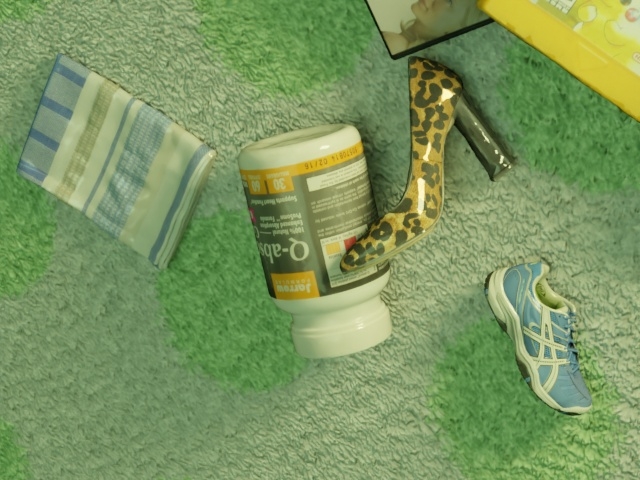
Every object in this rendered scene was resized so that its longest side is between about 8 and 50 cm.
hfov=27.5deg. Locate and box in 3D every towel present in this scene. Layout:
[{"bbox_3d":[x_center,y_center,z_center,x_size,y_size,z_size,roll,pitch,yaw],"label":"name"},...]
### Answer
[{"bbox_3d":[-0.295,-0.110,1.858,0.285,0.034,0.209,33,117,12],"label":"towel"}]

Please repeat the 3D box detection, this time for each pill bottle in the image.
[{"bbox_3d":[0.000,0.000,1.681,0.162,0.162,0.278,-7,103,27],"label":"pill bottle"}]

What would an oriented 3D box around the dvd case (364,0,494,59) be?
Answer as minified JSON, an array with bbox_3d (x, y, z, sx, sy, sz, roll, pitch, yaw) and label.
[{"bbox_3d":[0.162,-0.335,1.537,0.253,0.022,0.180,-19,111,21],"label":"dvd case"}]

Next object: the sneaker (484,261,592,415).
[{"bbox_3d":[0.285,0.123,1.633,0.081,0.080,0.211,-28,94,33],"label":"sneaker"}]

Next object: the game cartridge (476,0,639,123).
[{"bbox_3d":[0.376,-0.311,1.434,0.285,0.053,0.323,36,111,5],"label":"game cartridge"}]

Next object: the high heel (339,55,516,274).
[{"bbox_3d":[0.088,-0.093,1.602,0.261,0.093,0.186,-37,94,-8],"label":"high heel"}]
